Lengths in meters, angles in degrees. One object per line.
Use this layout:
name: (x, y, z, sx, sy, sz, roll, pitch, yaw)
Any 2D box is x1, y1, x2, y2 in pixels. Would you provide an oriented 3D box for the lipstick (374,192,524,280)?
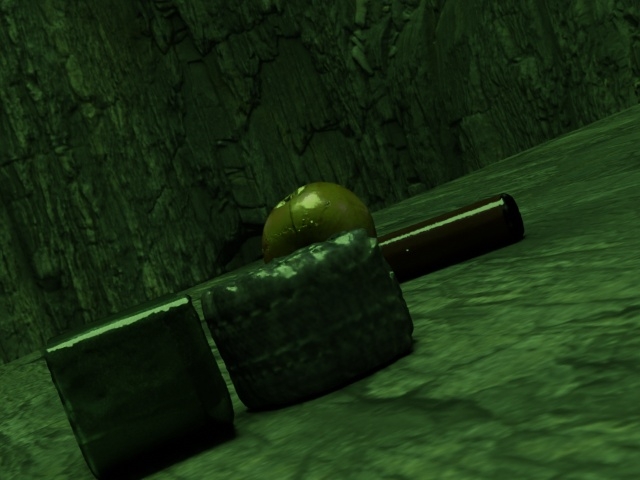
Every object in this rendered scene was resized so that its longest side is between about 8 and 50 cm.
lipstick: (0.054, 0.029, 1.362, 0.356, 0.057, 0.057, -20, 3, 19)

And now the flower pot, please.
flower pot: (-0.135, 0.103, 0.897, 0.108, 0.103, 0.229, -21, 2, -10)

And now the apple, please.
apple: (0.000, 0.000, 1.465, 0.146, 0.146, 0.146, -21, 3, 1)

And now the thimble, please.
thimble: (-0.009, 0.056, 0.903, 0.150, 0.098, 0.150, -22, 2, 1)
